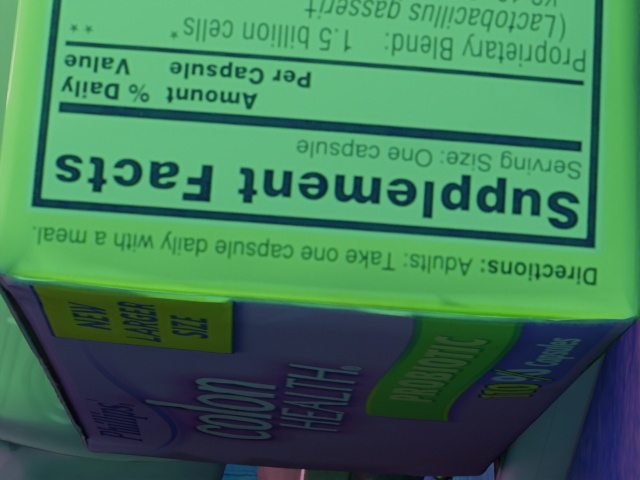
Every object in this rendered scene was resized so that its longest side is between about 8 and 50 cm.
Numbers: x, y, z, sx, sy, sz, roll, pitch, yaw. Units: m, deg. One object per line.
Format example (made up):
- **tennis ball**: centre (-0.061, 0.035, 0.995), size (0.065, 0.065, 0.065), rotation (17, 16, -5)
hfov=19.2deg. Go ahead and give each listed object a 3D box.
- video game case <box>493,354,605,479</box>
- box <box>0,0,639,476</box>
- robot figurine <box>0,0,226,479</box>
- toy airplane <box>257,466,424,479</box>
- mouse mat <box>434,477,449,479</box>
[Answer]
- **video game case**: centre (0.068, -0.047, 0.523), size (0.190, 0.022, 0.173), rotation (96, 177, -49)
- **box**: centre (0.002, -0.078, 0.459), size (0.213, 0.117, 0.243), rotation (101, 174, -75)
- **robot figurine**: centre (-0.070, -0.058, 0.701), size (0.200, 0.300, 0.353), rotation (-10, -59, -51)
- **toy airplane**: centre (-0.023, 0.235, 0.877), size (0.386, 0.272, 0.384), rotation (-47, 53, 42)
- **mouse mat**: centre (0.045, 0.039, 1.115), size (0.152, 0.007, 0.189), rotation (55, 154, 33)
